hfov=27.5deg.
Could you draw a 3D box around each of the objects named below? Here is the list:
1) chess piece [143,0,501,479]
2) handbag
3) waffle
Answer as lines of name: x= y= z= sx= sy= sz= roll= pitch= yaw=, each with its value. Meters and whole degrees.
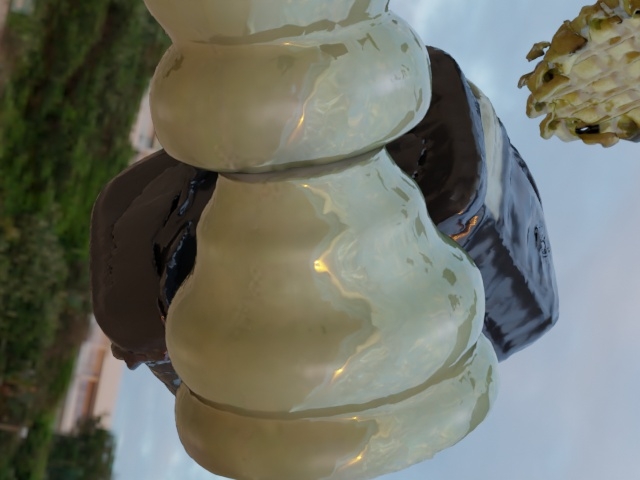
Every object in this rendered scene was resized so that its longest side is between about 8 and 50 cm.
chess piece: x=-0.010 y=-0.043 z=0.531 sx=0.144 sy=0.144 sz=0.251 roll=-119 pitch=-162 yaw=-67
handbag: x=0.000 y=0.000 z=0.768 sx=0.181 sy=0.254 sz=0.181 roll=55 pitch=19 yaw=-48
waffle: x=0.344 y=-0.184 z=1.351 sx=0.280 sy=0.262 sz=0.060 roll=100 pitch=-15 yaw=-58
